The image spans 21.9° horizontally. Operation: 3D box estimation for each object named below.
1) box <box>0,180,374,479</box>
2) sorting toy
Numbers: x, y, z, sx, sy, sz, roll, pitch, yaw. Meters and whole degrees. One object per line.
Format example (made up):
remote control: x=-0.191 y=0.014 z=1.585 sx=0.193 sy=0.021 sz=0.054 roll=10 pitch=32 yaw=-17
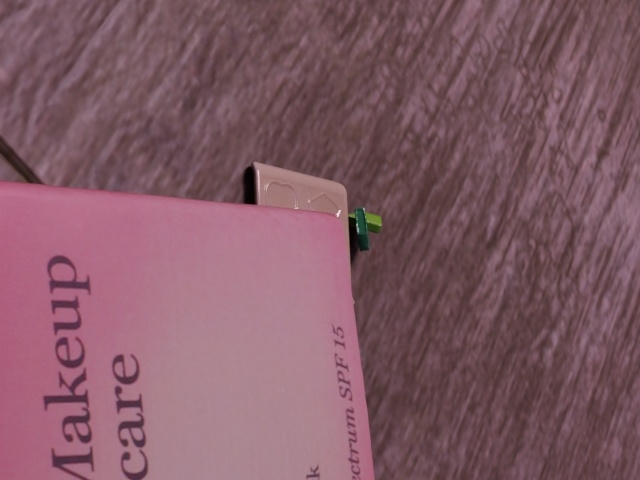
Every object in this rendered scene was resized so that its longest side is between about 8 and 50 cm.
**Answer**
box: x=-0.103 y=0.065 z=0.523 sx=0.232 sy=0.127 sz=0.148 roll=4 pitch=76 yaw=-49
sorting toy: x=0.000 y=0.000 z=0.752 sx=0.083 sy=0.012 sz=0.062 roll=12 pitch=65 yaw=-44
